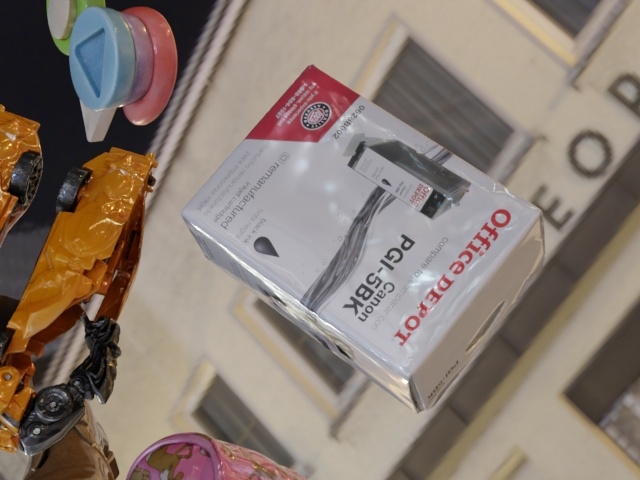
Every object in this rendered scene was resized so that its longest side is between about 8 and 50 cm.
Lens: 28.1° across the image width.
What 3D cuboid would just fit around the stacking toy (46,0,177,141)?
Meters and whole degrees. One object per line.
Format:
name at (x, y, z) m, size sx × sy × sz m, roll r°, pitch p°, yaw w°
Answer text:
stacking toy at (-0.324, -0.285, 1.682) m, size 0.130 × 0.309 × 0.279 m, roll -8°, pitch -16°, yaw -36°

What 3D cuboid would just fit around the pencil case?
pencil case at (-0.089, 0.364, 1.614) m, size 0.167 × 0.160 × 0.386 m, roll -29°, pitch -34°, yaw 17°

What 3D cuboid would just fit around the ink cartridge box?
ink cartridge box at (0.021, -0.002, 0.585) m, size 0.099 × 0.135 × 0.056 m, roll -50°, pitch -23°, yaw -13°

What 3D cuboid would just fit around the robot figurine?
robot figurine at (-0.238, 0.036, 0.987) m, size 0.085 × 0.211 × 0.291 m, roll 108°, pitch -179°, yaw -56°

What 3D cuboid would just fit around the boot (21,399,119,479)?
boot at (-0.256, 0.210, 1.246) m, size 0.112 × 0.115 × 0.305 m, roll -14°, pitch 4°, yaw -8°
